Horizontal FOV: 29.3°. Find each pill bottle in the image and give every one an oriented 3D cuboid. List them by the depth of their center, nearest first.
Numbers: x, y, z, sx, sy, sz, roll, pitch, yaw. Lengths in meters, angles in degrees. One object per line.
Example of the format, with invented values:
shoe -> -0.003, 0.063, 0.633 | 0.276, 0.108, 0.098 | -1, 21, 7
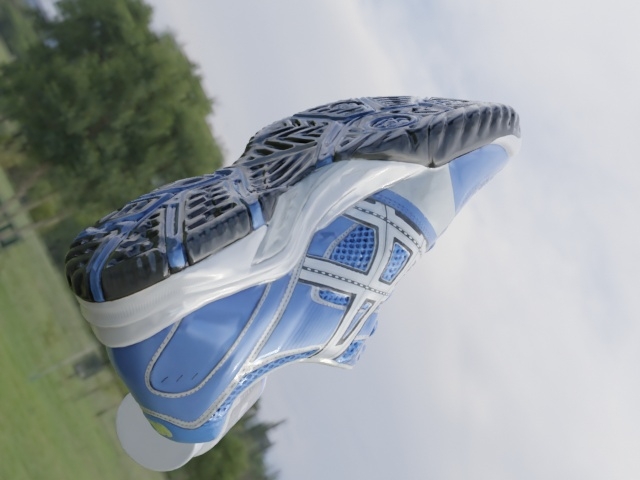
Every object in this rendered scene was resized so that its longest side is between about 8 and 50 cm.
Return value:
pill bottle -> -0.098, 0.120, 0.940 | 0.078, 0.078, 0.137 | 64, 22, -6

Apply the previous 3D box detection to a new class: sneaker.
sneaker -> 0.000, 0.000, 0.474 | 0.080, 0.211, 0.081 | 13, -56, 50
